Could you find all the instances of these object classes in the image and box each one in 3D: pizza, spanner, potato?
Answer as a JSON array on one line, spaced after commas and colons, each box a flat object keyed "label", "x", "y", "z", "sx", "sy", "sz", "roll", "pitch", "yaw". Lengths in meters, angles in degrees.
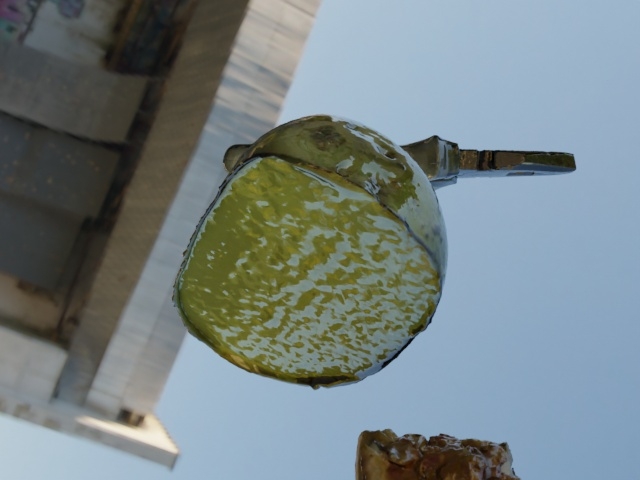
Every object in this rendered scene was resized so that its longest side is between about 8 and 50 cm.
[{"label": "pizza", "x": 0.131, "y": 0.248, "z": 0.830, "sx": 0.161, "sy": 0.085, "sz": 0.305, "roll": -45, "pitch": -124, "yaw": -4}, {"label": "spanner", "x": 0.074, "y": -0.071, "z": 1.006, "sx": 0.095, "sy": 0.325, "sz": 0.040, "roll": 69, "pitch": 20, "yaw": -83}, {"label": "potato", "x": 0.000, "y": 0.000, "z": 0.734, "sx": 0.271, "sy": 0.160, "sz": 0.111, "roll": 121, "pitch": -8, "yaw": -55}]
